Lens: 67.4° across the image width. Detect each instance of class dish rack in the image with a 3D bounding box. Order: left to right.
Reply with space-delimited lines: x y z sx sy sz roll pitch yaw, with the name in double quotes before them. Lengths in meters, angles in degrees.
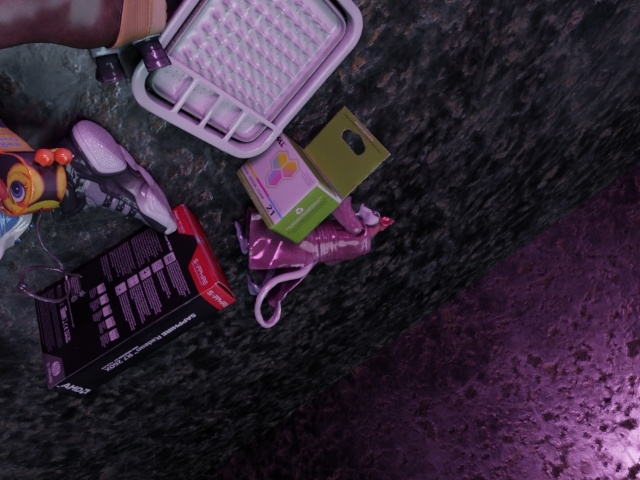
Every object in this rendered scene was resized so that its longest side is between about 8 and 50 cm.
"dish rack" -0.116 -0.312 0.783 0.333 0.072 0.286 -45 143 17

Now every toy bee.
"toy bee" -0.400 -0.091 0.645 0.298 0.195 0.162 40 114 -14

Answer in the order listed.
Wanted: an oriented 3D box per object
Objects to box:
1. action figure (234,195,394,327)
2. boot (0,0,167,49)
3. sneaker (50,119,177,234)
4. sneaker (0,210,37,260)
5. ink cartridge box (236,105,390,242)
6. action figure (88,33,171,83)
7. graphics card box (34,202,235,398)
"action figure" 0.000 0.000 1.112 0.371 0.275 0.248 -11 136 -7
"boot" -0.256 -0.314 0.467 0.207 0.090 0.248 -25 132 -39
"sneaker" -0.379 -0.077 0.846 0.153 0.101 0.268 -32 140 -1
"sneaker" -0.577 0.001 0.810 0.211 0.080 0.081 -48 138 5
"ink cartridge box" -0.022 -0.152 0.956 0.255 0.188 0.097 -44 143 13
"action figure" -0.281 -0.342 0.577 0.186 0.099 0.284 -18 124 -11
"graphics card box" -0.378 0.116 0.965 0.371 0.232 0.094 -32 146 -2
